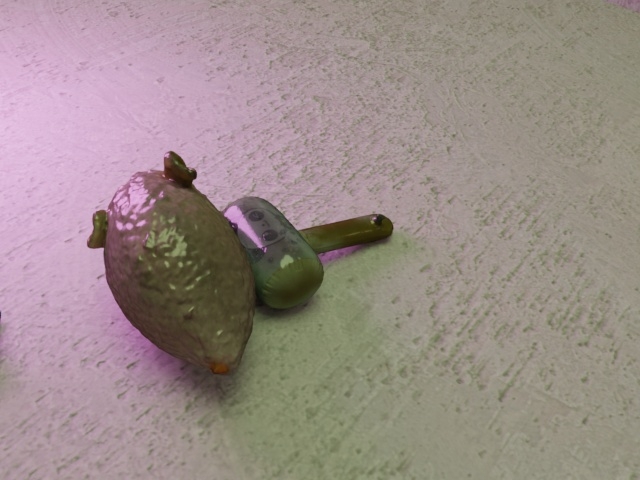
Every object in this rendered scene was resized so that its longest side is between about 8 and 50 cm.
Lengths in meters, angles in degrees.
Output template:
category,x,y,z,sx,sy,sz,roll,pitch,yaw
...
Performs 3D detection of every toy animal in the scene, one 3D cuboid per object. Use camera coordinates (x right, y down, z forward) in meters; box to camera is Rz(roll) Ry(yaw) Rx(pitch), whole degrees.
category,x,y,z,sx,sy,sz,roll,pitch,yaw
toy animal,-0.196,0.033,1.012,0.188,0.226,0.358,-34,48,-4

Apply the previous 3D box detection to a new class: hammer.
category,x,y,z,sx,sy,sz,roll,pitch,yaw
hammer,0.000,0.000,1.194,0.306,0.113,0.202,-12,46,-33
